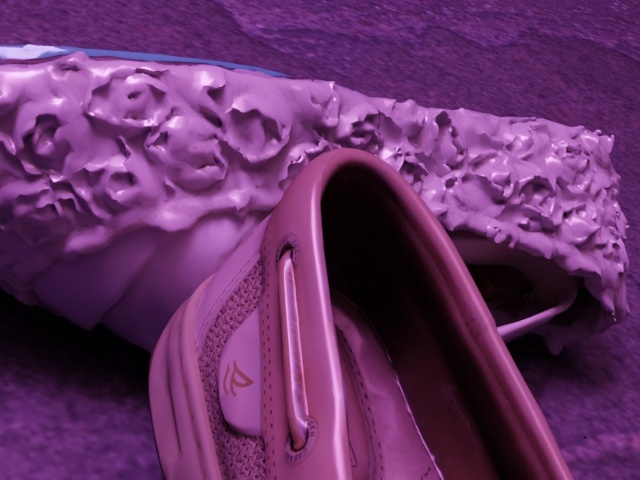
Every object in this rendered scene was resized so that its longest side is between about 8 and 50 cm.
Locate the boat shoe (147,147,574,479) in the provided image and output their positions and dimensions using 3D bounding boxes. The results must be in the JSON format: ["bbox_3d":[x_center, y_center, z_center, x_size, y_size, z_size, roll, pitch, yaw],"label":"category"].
[{"bbox_3d":[0.041,0.121,0.312,0.121,0.110,0.341,1,48,-37],"label":"boat shoe"}]

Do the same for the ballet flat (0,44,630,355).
[{"bbox_3d":[0.000,0.000,0.517,0.409,0.147,0.147,0,36,-34],"label":"ballet flat"}]
